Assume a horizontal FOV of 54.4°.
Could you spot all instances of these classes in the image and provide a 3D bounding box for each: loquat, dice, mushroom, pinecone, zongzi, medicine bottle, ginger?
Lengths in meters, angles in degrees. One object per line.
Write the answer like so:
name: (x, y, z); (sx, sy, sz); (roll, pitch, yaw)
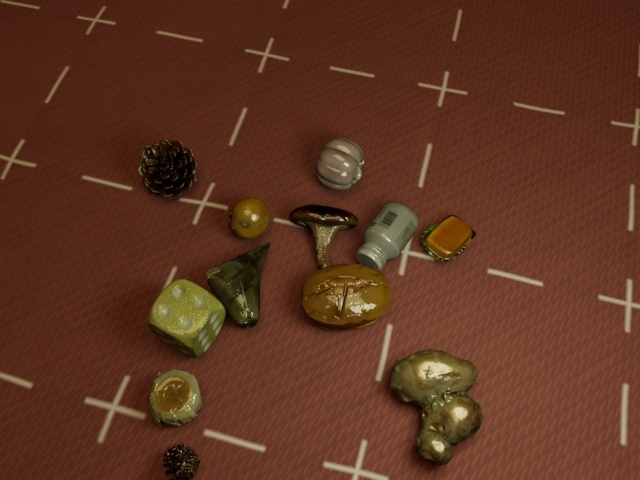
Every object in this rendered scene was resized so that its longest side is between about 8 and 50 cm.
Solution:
loquat: (-0.229, -0.071, 2.010); (0.141, 0.141, 0.141); (0, 62, 0)
dice: (-0.390, 0.229, 1.829); (0.169, 0.169, 0.166); (26, 66, 14)
mushroom: (0.000, 0.000, 1.990); (0.227, 0.148, 0.217); (6, 78, 9)
pinecone: (-0.514, -0.248, 2.074); (0.208, 0.207, 0.207); (0, 62, 0)
zongzi: (-0.203, 0.138, 1.918); (0.242, 0.112, 0.221); (-27, 68, -23)
medicine bottle: (0.206, -0.009, 1.975); (0.135, 0.135, 0.215); (32, 67, 16)
pinecone: (-0.375, 0.600, 1.680); (0.102, 0.102, 0.109); (-21, 36, -11)
ginger: (0.333, 0.452, 1.716); (0.245, 0.155, 0.304); (-11, 62, -8)

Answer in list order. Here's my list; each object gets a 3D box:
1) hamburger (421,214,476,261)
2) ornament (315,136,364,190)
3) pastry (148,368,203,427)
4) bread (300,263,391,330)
hamburger: (0.407, -0.005, 2.000); (0.166, 0.087, 0.137); (-37, 67, -19)
ornament: (0.072, -0.254, 2.087); (0.177, 0.177, 0.177); (0, 62, 0)
pastry: (-0.413, 0.445, 1.761); (0.166, 0.088, 0.165); (-1, 59, 2)
bread: (0.075, 0.172, 1.876); (0.270, 0.142, 0.195); (-2, 62, -3)
